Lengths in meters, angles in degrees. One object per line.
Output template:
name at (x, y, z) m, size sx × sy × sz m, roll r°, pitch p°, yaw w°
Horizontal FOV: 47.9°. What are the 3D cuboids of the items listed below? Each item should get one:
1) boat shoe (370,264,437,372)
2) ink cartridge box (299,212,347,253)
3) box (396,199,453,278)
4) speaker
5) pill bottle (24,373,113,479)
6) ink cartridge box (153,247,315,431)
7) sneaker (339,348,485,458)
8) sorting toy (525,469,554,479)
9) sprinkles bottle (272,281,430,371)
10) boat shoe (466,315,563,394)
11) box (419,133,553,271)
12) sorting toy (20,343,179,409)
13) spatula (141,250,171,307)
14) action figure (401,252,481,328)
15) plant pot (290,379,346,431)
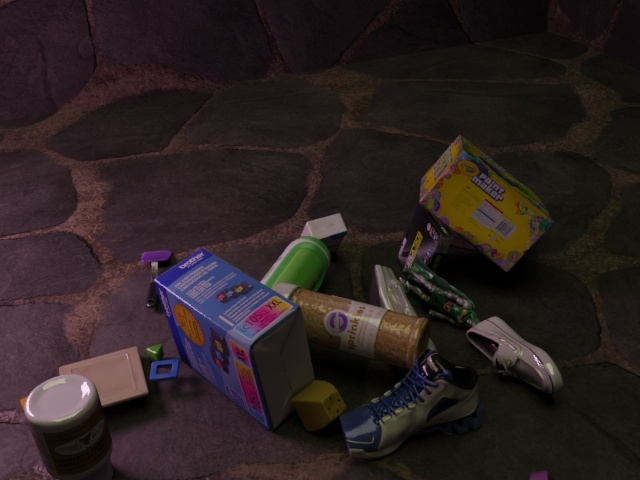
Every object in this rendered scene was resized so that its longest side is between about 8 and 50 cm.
boat shoe at (0.191, 0.181, 1.734) m, size 0.103 × 0.118 × 0.320 m, roll -2°, pitch 37°, yaw -12°
ink cartridge box at (0.000, 0.000, 2.013) m, size 0.104 × 0.180 × 0.060 m, roll -17°, pitch 70°, yaw -19°
box at (0.271, 0.018, 1.897) m, size 0.045 × 0.190 × 0.184 m, roll 6°, pitch 31°, yaw -20°
speaker at (-0.081, 0.115, 1.827) m, size 0.131 × 0.131 × 0.296 m, roll 12°, pitch 40°, yaw 22°
pill bottle at (-0.470, 0.380, 1.376) m, size 0.131 × 0.229 × 0.131 m, roll -2°, pitch 33°, yaw 1°
ink cartridge box at (-0.206, 0.198, 1.590) m, size 0.151 × 0.270 × 0.395 m, roll -34°, pitch 43°, yaw -30°
sneaker at (0.188, 0.313, 1.463) m, size 0.316 × 0.182 × 0.127 m, roll -12°, pitch 33°, yaw -12°
sorting toy at (0.328, 0.541, 1.209) m, size 0.126 × 0.127 × 0.365 m, roll -22°, pitch 21°, yaw 29°
sprinkles bottle at (0.057, 0.187, 1.588) m, size 0.356 × 0.121 × 0.121 m, roll 12°, pitch 36°, yaw 21°
boat shoe at (0.424, 0.261, 1.604) m, size 0.088 × 0.096 × 0.267 m, roll -20°, pitch 36°, yaw -16°
box at (0.428, -0.108, 1.911) m, size 0.290 × 0.177 × 0.279 m, roll 37°, pitch 18°, yaw -4°
sorting toy at (-0.491, 0.327, 1.630) m, size 0.348 × 0.047 × 0.196 m, roll -14°, pitch 30°, yaw -16°
spatula at (-0.456, 0.099, 1.984) m, size 0.084 × 0.030 × 0.296 m, roll -5°, pitch 33°, yaw -7°
action figure at (0.298, 0.147, 1.778) m, size 0.232 × 0.137 × 0.063 m, roll 33°, pitch 36°, yaw 29°
plant pot at (0.005, 0.342, 1.496) m, size 0.081 × 0.081 × 0.083 m, roll -33°, pitch 7°, yaw -37°
